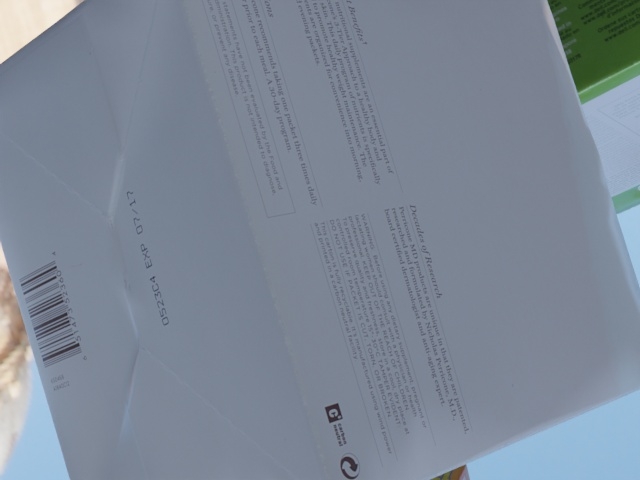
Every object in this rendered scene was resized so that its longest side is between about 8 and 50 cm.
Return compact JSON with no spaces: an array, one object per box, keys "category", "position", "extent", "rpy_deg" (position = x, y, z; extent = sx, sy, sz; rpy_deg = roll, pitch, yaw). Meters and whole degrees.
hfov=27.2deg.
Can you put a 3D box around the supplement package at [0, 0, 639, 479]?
[{"category":"supplement package","position":[0.000,0.000,0.532],"extent":[0.203,0.194,0.149],"rpy_deg":[-11,172,-45]}]

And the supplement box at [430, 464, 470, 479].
[{"category":"supplement box","position":[0.145,0.368,1.494],"extent":[0.080,0.234,0.078],"rpy_deg":[-8,-159,24]}]

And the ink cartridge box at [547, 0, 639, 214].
[{"category":"ink cartridge box","position":[0.217,-0.109,0.948],"extent":[0.188,0.097,0.255],"rpy_deg":[-27,156,28]}]
